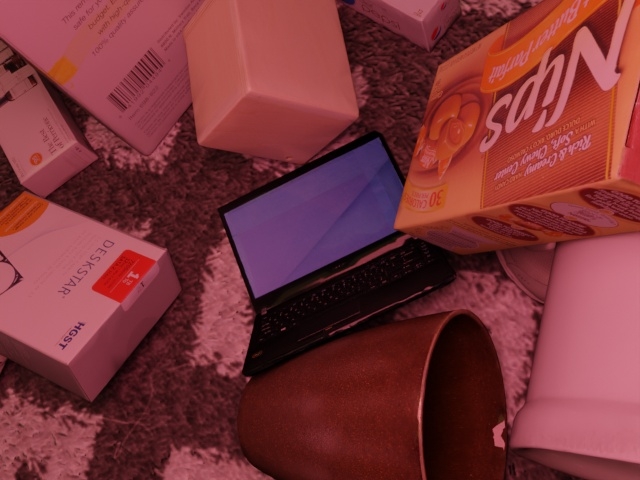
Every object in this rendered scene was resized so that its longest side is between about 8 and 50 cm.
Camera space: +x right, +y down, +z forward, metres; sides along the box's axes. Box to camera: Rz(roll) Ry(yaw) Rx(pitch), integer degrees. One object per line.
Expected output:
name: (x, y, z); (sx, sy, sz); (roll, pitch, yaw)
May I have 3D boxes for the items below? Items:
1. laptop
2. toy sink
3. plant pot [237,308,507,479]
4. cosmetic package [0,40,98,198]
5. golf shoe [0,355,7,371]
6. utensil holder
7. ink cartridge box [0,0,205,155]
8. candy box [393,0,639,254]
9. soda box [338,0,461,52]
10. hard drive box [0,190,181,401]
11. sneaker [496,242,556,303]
laptop: (0.000, 0.000, 0.849); (0.234, 0.264, 0.136); (-26, 103, 7)
toy sink: (-0.070, -0.228, 0.919); (0.131, 0.153, 0.234); (-35, 59, 46)
plant pot: (0.041, 0.180, 0.757); (0.231, 0.215, 0.215); (-6, 69, 32)
cosmetic package: (-0.417, -0.181, 1.078); (0.099, 0.060, 0.239); (-38, 66, 2)
golf shoe: (-0.436, 0.157, 0.975); (0.186, 0.067, 0.085); (-27, 107, -5)
utensil holder: (0.357, 0.024, 0.635); (0.328, 0.327, 0.385); (10, 74, 19)
ink cartridge box: (-0.259, -0.319, 0.899); (0.160, 0.384, 0.279); (37, 85, 24)
candy box: (0.183, -0.095, 0.620); (0.088, 0.316, 0.182); (19, 79, -18)
soda box: (0.072, -0.332, 0.976); (0.216, 0.074, 0.069); (36, 85, 24)
hard drive box: (-0.318, 0.060, 0.917); (0.232, 0.089, 0.181); (20, 54, 20)
sneaker: (0.218, -0.059, 0.814); (0.099, 0.121, 0.262); (-19, 68, 11)
